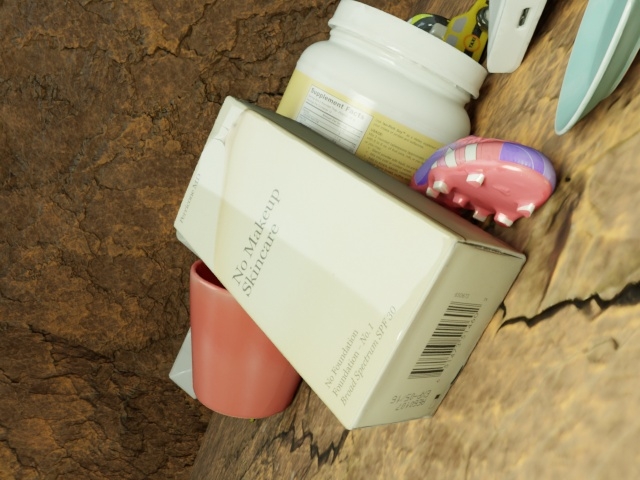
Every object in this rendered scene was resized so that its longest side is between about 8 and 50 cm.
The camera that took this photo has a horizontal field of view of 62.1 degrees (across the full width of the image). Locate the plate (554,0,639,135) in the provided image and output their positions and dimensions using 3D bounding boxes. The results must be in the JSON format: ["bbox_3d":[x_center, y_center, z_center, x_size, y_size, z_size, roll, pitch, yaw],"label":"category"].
[{"bbox_3d":[0.207,-0.162,0.367,0.188,0.024,0.188,18,-90,-78],"label":"plate"}]

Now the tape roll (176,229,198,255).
[{"bbox_3d":[-0.115,-0.123,1.009,0.392,0.072,0.392,-35,25,19],"label":"tape roll"}]

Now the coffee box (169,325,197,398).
[{"bbox_3d":[-0.276,0.342,1.569,0.297,0.119,0.168,11,-74,-61],"label":"coffee box"}]

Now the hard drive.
[{"bbox_3d":[0.215,-0.370,0.565,0.203,0.040,0.307,59,-144,-75],"label":"hard drive"}]

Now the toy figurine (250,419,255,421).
[{"bbox_3d":[-0.203,0.271,1.424,0.362,0.217,0.191,-67,6,-21],"label":"toy figurine"}]

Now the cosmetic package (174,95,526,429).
[{"bbox_3d":[0.000,0.000,0.481,0.309,0.113,0.160,38,108,42],"label":"cosmetic package"}]

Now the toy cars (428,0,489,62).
[{"bbox_3d":[0.242,-0.370,0.760,0.176,0.087,0.394,-76,13,-59],"label":"toy cars"}]

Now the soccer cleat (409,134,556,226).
[{"bbox_3d":[0.142,-0.067,0.493,0.095,0.083,0.248,-61,3,-4],"label":"soccer cleat"}]

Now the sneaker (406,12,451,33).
[{"bbox_3d":[0.186,-0.325,1.085,0.300,0.111,0.121,114,167,-60],"label":"sneaker"}]

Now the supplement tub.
[{"bbox_3d":[0.045,-0.109,0.704,0.241,0.241,0.331,-86,22,-73],"label":"supplement tub"}]

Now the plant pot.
[{"bbox_3d":[-0.129,0.179,1.009,0.275,0.275,0.243,-98,19,-78],"label":"plant pot"}]
